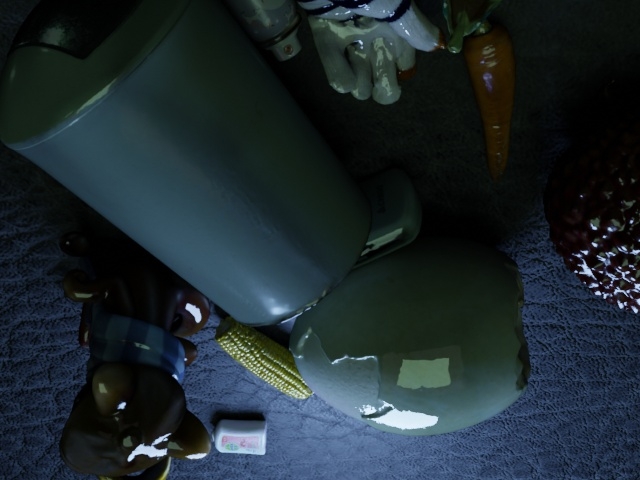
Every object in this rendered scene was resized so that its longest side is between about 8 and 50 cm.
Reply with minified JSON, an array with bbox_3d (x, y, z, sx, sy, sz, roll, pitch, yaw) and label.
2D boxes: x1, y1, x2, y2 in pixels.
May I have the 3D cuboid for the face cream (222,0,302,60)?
[{"bbox_3d":[-0.090,-0.306,0.901,0.075,0.075,0.229,-23,126,17],"label":"face cream"}]

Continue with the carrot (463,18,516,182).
[{"bbox_3d":[0.224,-0.170,1.020,0.061,0.061,0.257,-11,130,9],"label":"carrot"}]

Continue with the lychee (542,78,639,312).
[{"bbox_3d":[0.409,-0.057,0.996,0.264,0.300,0.264,-13,167,-3],"label":"lychee"}]

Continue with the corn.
[{"bbox_3d":[-0.084,0.195,1.306,0.206,0.067,0.067,39,120,-23],"label":"corn"}]

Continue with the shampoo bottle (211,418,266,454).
[{"bbox_3d":[-0.148,0.356,1.449,0.099,0.043,0.072,3,129,-2],"label":"shampoo bottle"}]

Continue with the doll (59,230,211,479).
[{"bbox_3d":[-0.281,0.171,1.140,0.209,0.340,0.318,-25,137,15],"label":"doll"}]

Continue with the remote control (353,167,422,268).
[{"bbox_3d":[0.000,0.000,1.102,0.296,0.140,0.056,-24,128,19],"label":"remote control"}]

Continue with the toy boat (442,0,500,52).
[{"bbox_3d":[0.200,-0.348,0.854,0.108,0.099,0.293,19,119,-14],"label":"toy boat"}]

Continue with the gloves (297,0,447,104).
[{"bbox_3d":[0.052,-0.258,0.922,0.140,0.131,0.218,-27,154,18],"label":"gloves"}]

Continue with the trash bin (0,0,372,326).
[{"bbox_3d":[-0.155,-0.116,0.931,0.280,0.280,0.432,-28,126,21],"label":"trash bin"}]

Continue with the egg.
[{"bbox_3d":[0.125,0.137,1.124,0.336,0.278,0.278,-10,128,12],"label":"egg"}]
